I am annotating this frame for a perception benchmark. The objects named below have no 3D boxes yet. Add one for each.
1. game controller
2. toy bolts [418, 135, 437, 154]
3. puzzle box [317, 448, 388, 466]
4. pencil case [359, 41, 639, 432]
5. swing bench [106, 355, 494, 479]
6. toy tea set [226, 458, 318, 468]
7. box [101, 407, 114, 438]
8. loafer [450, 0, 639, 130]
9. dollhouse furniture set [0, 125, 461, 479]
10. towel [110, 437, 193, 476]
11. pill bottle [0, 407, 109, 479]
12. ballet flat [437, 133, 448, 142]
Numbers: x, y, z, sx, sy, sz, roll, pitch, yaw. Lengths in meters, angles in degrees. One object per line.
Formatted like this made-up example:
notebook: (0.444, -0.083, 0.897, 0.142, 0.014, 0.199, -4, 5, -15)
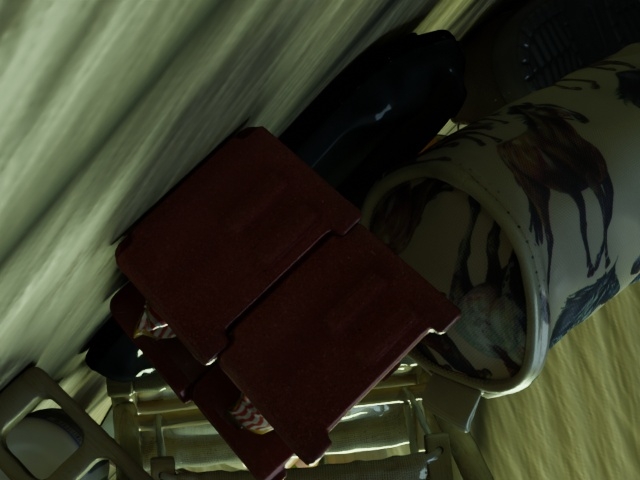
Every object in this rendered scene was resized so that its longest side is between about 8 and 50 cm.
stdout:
game controller: (-0.031, -0.021, 1.263, 0.319, 0.067, 0.166, -46, 162, 25)
toy bolts: (0.000, 0.000, 1.604, 0.228, 0.159, 0.218, 114, -21, -55)
puzzle box: (-0.008, 0.146, 1.893, 0.052, 0.272, 0.409, -11, 171, -10)
pencil case: (0.196, -0.031, 1.333, 0.410, 0.160, 0.183, -28, 141, -44)
swing bench: (-0.018, 0.173, 1.350, 0.254, 0.253, 0.165, -104, -170, -53)
toy tea set: (-0.096, 0.167, 1.651, 0.124, 0.200, 0.336, -36, 169, -8)
box: (-0.145, 0.136, 1.959, 0.186, 0.038, 0.145, -44, 178, -21)
loafer: (0.216, -0.189, 1.742, 0.130, 0.133, 0.366, -13, -173, 36)
dollhouse furniture set: (-0.119, 0.127, 1.042, 0.374, 0.152, 0.201, -44, 177, -11)
towel: (-0.143, 0.197, 1.594, 0.197, 0.144, 0.029, 54, 59, -78)
pill bottle: (-0.184, 0.152, 1.266, 0.078, 0.078, 0.137, -44, 177, 1)
ballet flat: (0.143, -0.050, 1.676, 0.147, 0.147, 0.409, -44, -170, -10)
